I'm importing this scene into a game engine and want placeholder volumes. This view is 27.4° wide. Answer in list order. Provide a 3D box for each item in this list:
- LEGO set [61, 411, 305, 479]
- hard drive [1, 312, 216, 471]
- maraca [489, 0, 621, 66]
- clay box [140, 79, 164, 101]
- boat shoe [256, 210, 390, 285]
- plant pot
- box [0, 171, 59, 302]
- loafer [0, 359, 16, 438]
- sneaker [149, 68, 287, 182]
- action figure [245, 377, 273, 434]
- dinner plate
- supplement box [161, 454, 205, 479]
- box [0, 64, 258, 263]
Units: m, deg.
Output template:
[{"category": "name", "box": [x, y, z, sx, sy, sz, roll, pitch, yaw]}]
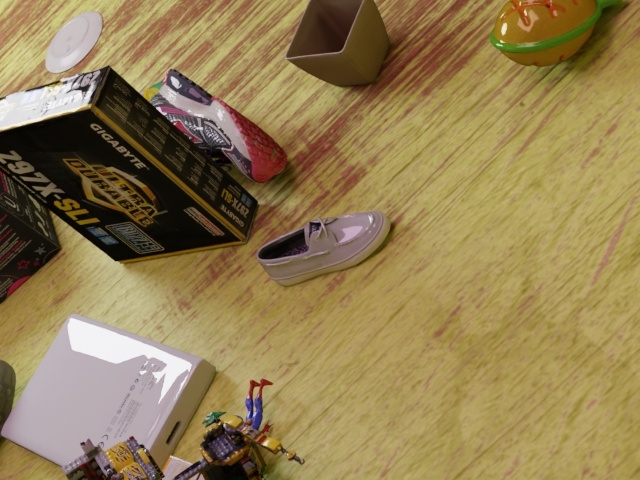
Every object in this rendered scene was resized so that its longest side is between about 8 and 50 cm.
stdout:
[{"category": "LEGO set", "box": [-0.123, 0.298, 1.389, 0.255, 0.192, 0.331, -26, 42, -7]}, {"category": "hard drive", "box": [-0.293, 0.220, 1.778, 0.307, 0.040, 0.203, 12, 68, 46]}, {"category": "maraca", "box": [0.291, -0.277, 1.618, 0.186, 0.099, 0.127, -35, 36, -26]}, {"category": "clay box", "box": [-0.310, -0.148, 2.074, 0.222, 0.053, 0.127, -33, 43, 15]}, {"category": "boat shoe", "box": [0.000, 0.000, 1.675, 0.184, 0.063, 0.066, -18, 49, 31]}, {"category": "plant pot", "box": [0.034, -0.275, 1.837, 0.109, 0.096, 0.109, 1, 61, 42]}, {"category": "box", "box": [-0.567, 0.011, 2.107, 0.247, 0.142, 0.163, -40, 41, 9]}, {"category": "loafer", "box": [-0.547, 0.308, 1.879, 0.111, 0.112, 0.319, 16, 71, 38]}, {"category": "sneaker", "box": [-0.154, -0.142, 1.882, 0.112, 0.121, 0.299, -55, 40, 0]}, {"category": "action figure", "box": [-0.082, 0.227, 1.596, 0.038, 0.030, 0.115, -9, 58, 44]}, {"category": "dinner plate", "box": [-0.458, -0.369, 2.410, 0.141, 0.017, 0.141, -23, 48, 28]}, {"category": "supplement box", "box": [-0.156, 0.306, 1.592, 0.098, 0.036, 0.062, 12, 67, 46]}, {"category": "box", "box": [-0.283, -0.093, 1.800, 0.257, 0.322, 0.079, -7, 54, 37]}]
